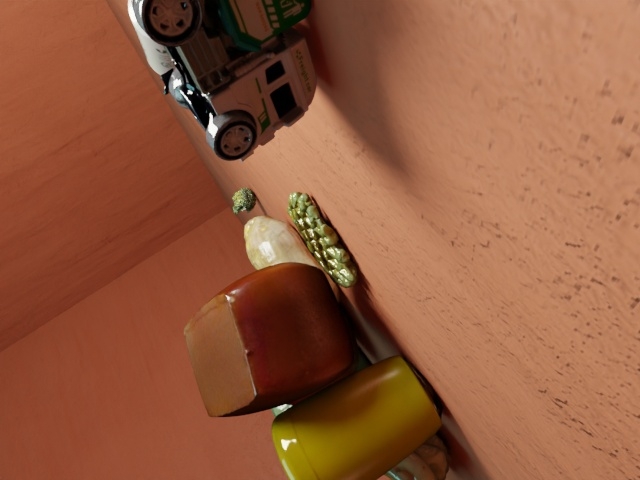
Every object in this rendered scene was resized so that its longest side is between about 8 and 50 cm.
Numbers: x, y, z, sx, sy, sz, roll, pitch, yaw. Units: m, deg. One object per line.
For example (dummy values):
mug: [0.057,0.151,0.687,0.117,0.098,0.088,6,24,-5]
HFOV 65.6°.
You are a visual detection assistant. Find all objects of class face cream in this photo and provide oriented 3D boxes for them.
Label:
face cream: [-0.226,-0.318,0.725,0.092,0.092,0.311,58,170,-11]

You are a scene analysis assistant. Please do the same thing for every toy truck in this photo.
toy truck: [-0.081,-0.177,0.336,0.114,0.124,0.253,51,172,35]

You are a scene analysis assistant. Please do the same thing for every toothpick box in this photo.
toothpick box: [0.069,0.317,0.850,0.175,0.271,0.175,59,176,7]

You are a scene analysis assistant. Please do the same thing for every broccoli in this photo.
broccoli: [-0.241,-0.122,1.531,0.095,0.092,0.097,18,-137,-61]

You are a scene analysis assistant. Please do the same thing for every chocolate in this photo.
chocolate: [-0.068,0.065,1.134,0.309,0.134,0.134,50,169,24]

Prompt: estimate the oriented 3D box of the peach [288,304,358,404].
peach: [-0.065,0.254,1.285,0.372,0.372,0.290,-150,58,-71]

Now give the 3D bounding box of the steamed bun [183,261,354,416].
steamed bun: [-0.088,0.182,0.920,0.379,0.248,0.235,-42,66,55]

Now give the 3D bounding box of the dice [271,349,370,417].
dice: [0.037,0.504,1.535,0.330,0.318,0.322,51,169,26]

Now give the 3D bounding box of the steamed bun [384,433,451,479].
steamed bun: [0.182,0.448,1.120,0.247,0.189,0.428,20,158,21]

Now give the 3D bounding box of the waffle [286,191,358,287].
waffle: [0.000,0.000,0.823,0.183,0.036,0.169,56,170,-2]
